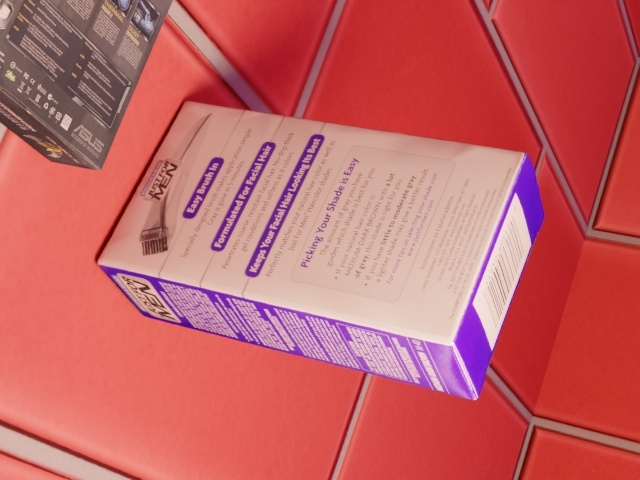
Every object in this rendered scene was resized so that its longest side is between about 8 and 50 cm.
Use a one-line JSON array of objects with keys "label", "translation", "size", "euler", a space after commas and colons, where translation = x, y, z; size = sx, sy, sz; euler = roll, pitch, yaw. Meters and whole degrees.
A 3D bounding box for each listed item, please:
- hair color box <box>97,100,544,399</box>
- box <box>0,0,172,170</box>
[{"label": "hair color box", "translation": [0.000, 0.000, 1.034], "size": [0.185, 0.338, 0.110], "euler": [-65, 152, -24]}, {"label": "box", "translation": [-0.207, -0.184, 0.874], "size": [0.233, 0.059, 0.183], "euler": [45, 61, -57]}]
